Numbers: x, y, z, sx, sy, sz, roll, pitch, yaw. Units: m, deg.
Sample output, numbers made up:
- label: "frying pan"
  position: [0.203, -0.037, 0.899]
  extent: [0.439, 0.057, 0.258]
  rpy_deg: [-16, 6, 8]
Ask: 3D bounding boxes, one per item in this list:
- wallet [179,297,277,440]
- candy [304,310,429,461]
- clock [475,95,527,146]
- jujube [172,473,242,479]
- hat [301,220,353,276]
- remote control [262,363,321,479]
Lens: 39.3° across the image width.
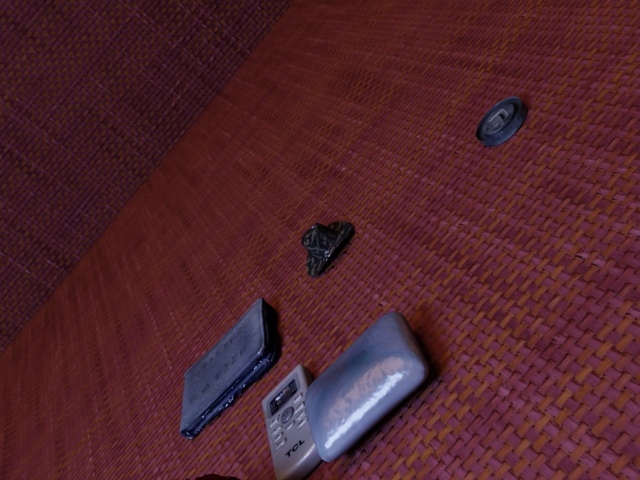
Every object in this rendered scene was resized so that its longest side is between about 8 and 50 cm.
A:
- label: "wallet"
  position: [-0.152, 0.205, 1.469]
  extent: [0.222, 0.036, 0.167]
  rpy_deg: [-43, 24, 17]
- label: "candy"
  position: [0.051, 0.175, 1.097]
  extent: [0.174, 0.071, 0.138]
  rpy_deg: [-46, 24, 12]
- label: "clock"
  position: [0.263, -0.173, 1.304]
  extent: [0.085, 0.017, 0.085]
  rpy_deg: [-40, 25, 23]
- label: "jujube"
  position: [-0.132, 0.359, 0.995]
  extent: [0.212, 0.213, 0.232]
  rpy_deg: [-59, 22, -20]
- label: "hat"
  position: [0.000, 0.000, 1.481]
  extent: [0.121, 0.050, 0.121]
  rpy_deg: [-42, 22, 21]
- label: "remote control"
  position: [-0.035, 0.246, 1.203]
  extent: [0.087, 0.029, 0.190]
  rpy_deg: [-46, 24, 12]
